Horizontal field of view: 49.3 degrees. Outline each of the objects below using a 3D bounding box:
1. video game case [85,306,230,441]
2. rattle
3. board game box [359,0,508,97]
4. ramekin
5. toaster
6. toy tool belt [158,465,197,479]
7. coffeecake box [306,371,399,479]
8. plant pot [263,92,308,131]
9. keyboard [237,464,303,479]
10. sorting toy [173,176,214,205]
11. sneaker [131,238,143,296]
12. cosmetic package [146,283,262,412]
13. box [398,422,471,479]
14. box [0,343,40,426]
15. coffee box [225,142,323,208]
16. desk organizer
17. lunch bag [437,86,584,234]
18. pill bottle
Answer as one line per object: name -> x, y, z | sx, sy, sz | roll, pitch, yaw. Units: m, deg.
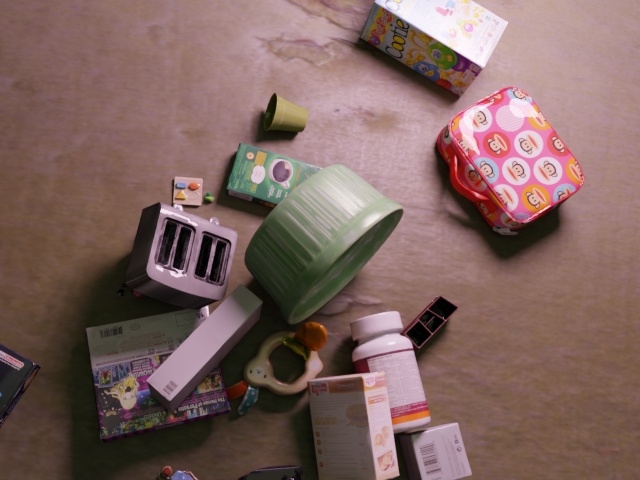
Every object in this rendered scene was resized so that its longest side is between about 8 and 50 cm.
video game case -> -0.302, 0.241, 1.294 | 0.232, 0.042, 0.210 | -11, 67, -14
rattle -> -0.084, 0.242, 1.302 | 0.200, 0.143, 0.130 | -21, 93, -22
board game box -> 0.253, -0.477, 1.585 | 0.275, 0.142, 0.144 | 31, 70, -1
ramekin -> 0.000, 0.000, 1.311 | 0.303, 0.303, 0.148 | -42, 77, -19
toaster -> -0.260, 0.035, 1.288 | 0.168, 0.110, 0.185 | 22, 64, -30
toy tool belt -> -0.252, 0.435, 1.251 | 0.083, 0.051, 0.052 | 42, 70, 4
coffeecake box -> 0.057, 0.341, 1.279 | 0.068, 0.142, 0.185 | 2, 78, -47
plant pot -> -0.071, -0.265, 1.496 | 0.079, 0.083, 0.083 | 12, 71, -21
keyboard -> -0.044, 0.572, 1.263 | 0.202, 0.033, 0.317 | -2, 74, -6
sorting toy -> -0.259, -0.102, 1.436 | 0.083, 0.012, 0.062 | 3, 72, -10
sneaker -> -0.334, 0.029, 1.356 | 0.075, 0.063, 0.170 | 25, 65, -3
cosmetic package -> -0.206, 0.192, 1.255 | 0.060, 0.099, 0.239 | 38, 64, 11
box -> 0.217, 0.411, 1.334 | 0.102, 0.087, 0.101 | -10, 76, -15
box -> -0.642, 0.244, 1.232 | 0.220, 0.051, 0.175 | 30, 70, -1
coffee box -> -0.096, -0.124, 1.460 | 0.184, 0.040, 0.113 | 15, 71, -6
desk organizer -> 0.220, 0.168, 1.428 | 0.130, 0.050, 0.047 | -42, 85, -20
lunch bag -> 0.401, -0.169, 1.532 | 0.258, 0.120, 0.293 | -29, 81, -17
pill bottle -> 0.129, 0.256, 1.346 | 0.121, 0.121, 0.221 | -9, 75, -14
